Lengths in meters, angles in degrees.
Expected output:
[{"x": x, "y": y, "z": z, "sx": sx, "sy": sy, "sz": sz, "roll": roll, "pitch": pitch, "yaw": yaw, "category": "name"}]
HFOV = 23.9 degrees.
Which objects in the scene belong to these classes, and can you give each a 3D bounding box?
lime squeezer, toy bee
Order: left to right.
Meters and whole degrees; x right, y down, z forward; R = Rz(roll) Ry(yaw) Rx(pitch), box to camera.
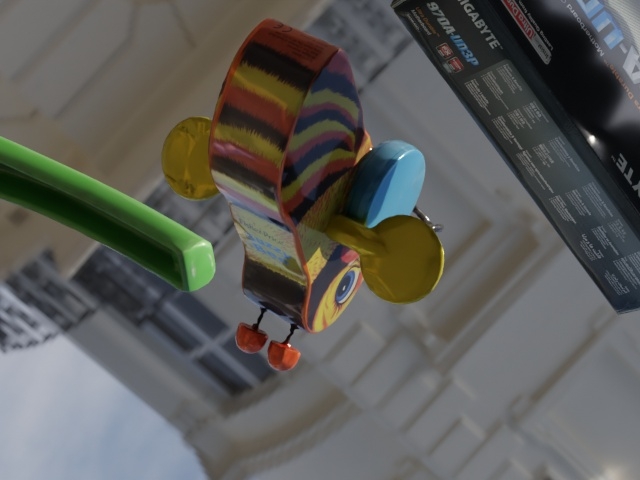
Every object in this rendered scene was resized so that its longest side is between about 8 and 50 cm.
[{"x": -0.168, "y": -0.030, "z": 0.460, "sx": 0.310, "sy": 0.059, "sz": 0.110, "roll": 3, "pitch": -165, "yaw": 13, "category": "lime squeezer"}, {"x": 0.000, "y": 0.000, "z": 0.954, "sx": 0.195, "sy": 0.298, "sz": 0.162, "roll": 20, "pitch": -105, "yaw": 45, "category": "toy bee"}]

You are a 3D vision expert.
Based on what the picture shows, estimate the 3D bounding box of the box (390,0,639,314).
[{"x": 0.144, "y": -0.097, "z": 0.822, "sx": 0.051, "sy": 0.220, "sz": 0.175, "roll": -22, "pitch": -154, "yaw": 39, "category": "box"}]
